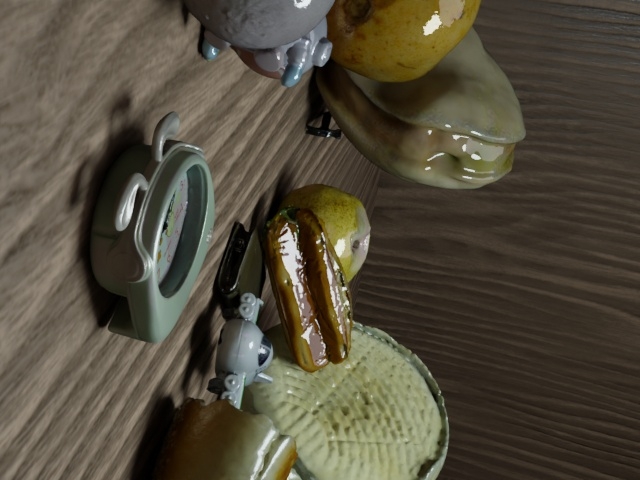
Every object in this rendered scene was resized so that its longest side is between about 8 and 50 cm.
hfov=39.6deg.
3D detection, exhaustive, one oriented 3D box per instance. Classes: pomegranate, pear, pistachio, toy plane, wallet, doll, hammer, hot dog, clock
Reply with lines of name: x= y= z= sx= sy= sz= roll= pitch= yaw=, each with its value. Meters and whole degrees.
pomegranate: x=0.109 y=-0.358 z=1.283 sx=0.264 sy=0.264 sz=0.264 roll=14 pitch=90 yaw=-82
pear: x=0.000 y=0.000 z=1.433 sx=0.178 sy=0.178 sz=0.178 roll=14 pitch=90 yaw=-82
pistachio: x=0.165 y=-0.263 z=1.532 sx=0.445 sy=0.365 sz=0.281 roll=61 pitch=-44 yaw=41
toy plane: x=-0.101 y=0.155 z=1.167 sx=0.174 sy=0.080 sz=0.174 roll=9 pitch=90 yaw=-89
wallet: x=-0.109 y=0.059 z=1.260 sx=0.198 sy=0.031 sz=0.110 roll=87 pitch=18 yaw=-67
doll: x=-0.048 y=-0.226 z=0.832 sx=0.287 sy=0.150 sz=0.151 roll=64 pitch=40 yaw=-84
hammer: x=0.007 y=-0.211 z=1.601 sx=0.182 sy=0.062 sz=0.017 roll=-85 pitch=180 yaw=-71
hot dog: x=-0.015 y=0.072 z=1.333 sx=0.072 sy=0.115 sz=0.269 roll=-91 pitch=171 yaw=-69
clock: x=-0.144 y=-0.015 z=0.765 sx=0.191 sy=0.062 sz=0.152 roll=92 pitch=14 yaw=-54

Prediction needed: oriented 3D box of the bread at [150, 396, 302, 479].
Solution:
bread: x=-0.124 y=0.327 z=1.101 sx=0.314 sy=0.171 sz=0.192 roll=78 pitch=35 yaw=-62

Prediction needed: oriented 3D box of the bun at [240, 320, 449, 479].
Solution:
bun: x=0.015 y=0.305 z=1.440 sx=0.202 sy=0.364 sz=0.364 roll=-61 pitch=-175 yaw=43
